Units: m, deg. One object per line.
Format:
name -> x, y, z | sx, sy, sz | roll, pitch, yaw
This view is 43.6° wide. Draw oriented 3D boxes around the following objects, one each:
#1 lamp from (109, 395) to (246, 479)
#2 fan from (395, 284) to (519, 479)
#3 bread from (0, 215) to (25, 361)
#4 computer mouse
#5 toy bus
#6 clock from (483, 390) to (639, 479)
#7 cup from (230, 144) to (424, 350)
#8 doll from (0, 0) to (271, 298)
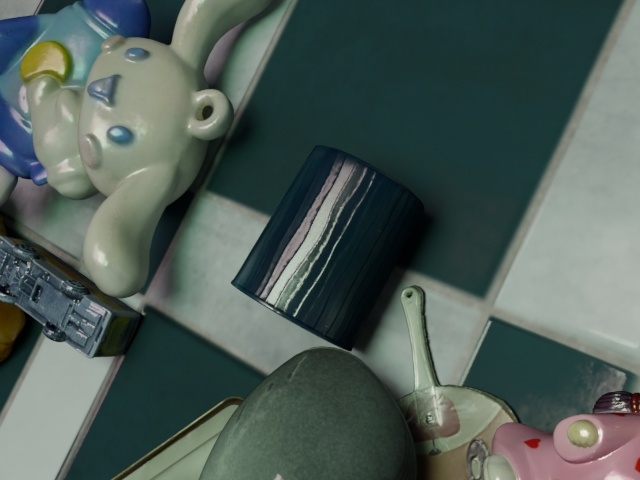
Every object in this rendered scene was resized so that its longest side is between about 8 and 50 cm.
lamp -> -0.112, 0.304, 0.670 | 0.266, 0.047, 0.269 | -37, 54, 18
fan -> 0.087, 0.139, 0.623 | 0.152, 0.008, 0.227 | -20, 62, 28
bread -> -0.462, 0.021, 0.969 | 0.132, 0.166, 0.294 | -56, 48, 34
computer mouse -> -0.041, 0.256, 0.564 | 0.167, 0.090, 0.379 | 1, 70, 32
toy bus -> -0.280, 0.057, 0.859 | 0.190, 0.075, 0.064 | 28, 98, 30
clock -> 0.213, 0.173, 0.463 | 0.195, 0.100, 0.194 | -28, 61, 27
cup -> -0.004, -0.003, 0.679 | 0.150, 0.113, 0.138 | 28, 87, 34
doll -> -0.255, -0.150, 0.874 | 0.365, 0.187, 0.376 | 10, 53, 29
